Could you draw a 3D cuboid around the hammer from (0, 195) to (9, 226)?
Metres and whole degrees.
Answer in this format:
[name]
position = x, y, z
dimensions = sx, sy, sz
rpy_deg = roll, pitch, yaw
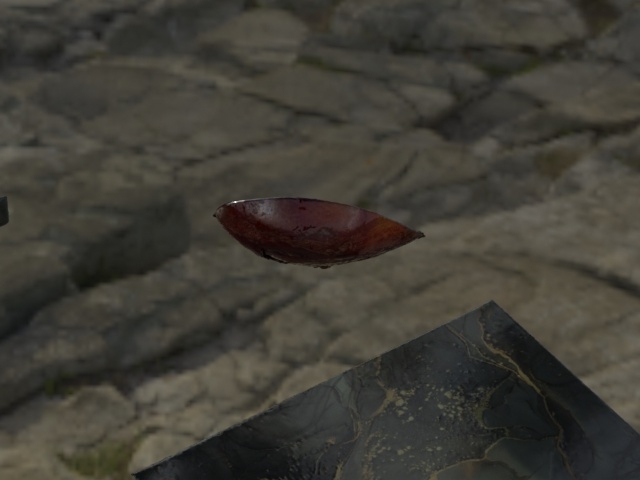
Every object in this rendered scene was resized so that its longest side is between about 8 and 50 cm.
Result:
[hammer]
position = -0.365, -0.112, 1.469
dimensions = 0.041, 0.226, 0.159
rpy_deg = -24, 22, -15

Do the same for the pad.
[pad]
position = 0.061, 0.185, 1.204
dimensions = 0.368, 0.007, 0.247
rpy_deg = -24, 42, -20

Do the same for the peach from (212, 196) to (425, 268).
[peach]
position = -0.002, 0.004, 1.934
dimensions = 0.279, 0.068, 0.189
rpy_deg = 7, -14, -6
